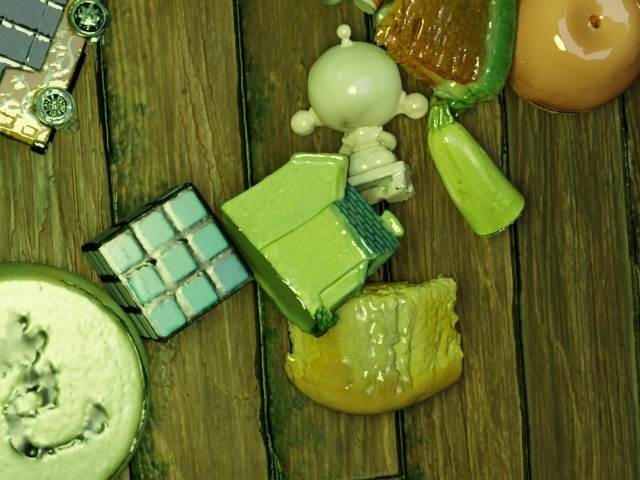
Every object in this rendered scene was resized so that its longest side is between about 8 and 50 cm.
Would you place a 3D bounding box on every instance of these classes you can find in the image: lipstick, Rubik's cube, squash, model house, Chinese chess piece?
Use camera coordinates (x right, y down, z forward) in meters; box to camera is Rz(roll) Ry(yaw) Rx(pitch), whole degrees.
[{"bbox_3d":[0.098,-0.397,1.999,0.038,0.038,0.131,34,81,-13],"label":"lipstick"},{"bbox_3d":[-0.211,0.030,1.854,0.162,0.163,0.160,-35,99,-16],"label":"Rubik's cube"},{"bbox_3d":[0.212,-0.117,1.975,0.094,0.094,0.224,-40,115,-12],"label":"squash"},{"bbox_3d":[0.000,0.000,1.824,0.189,0.195,0.214,-40,76,-9],"label":"model house"},{"bbox_3d":[-0.400,0.203,1.810,0.349,0.146,0.349,0,89,-15],"label":"Chinese chess piece"}]

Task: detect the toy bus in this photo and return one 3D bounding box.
[{"bbox_3d":[-0.384,-0.269,1.820,0.167,0.138,0.275,22,87,-12],"label":"toy bus"}]

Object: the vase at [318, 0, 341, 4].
[{"bbox_3d":[0.037,-0.496,1.898,0.245,0.245,0.291,41,88,-11],"label":"vase"}]

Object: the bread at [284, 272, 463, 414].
[{"bbox_3d":[0.076,0.156,1.935,0.262,0.162,0.204,-5,103,-1],"label":"bread"}]

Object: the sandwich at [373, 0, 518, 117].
[{"bbox_3d":[0.182,-0.328,1.894,0.212,0.109,0.292,11,95,-35],"label":"sandwich"}]

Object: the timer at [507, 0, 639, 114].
[{"bbox_3d":[0.367,-0.300,1.985,0.229,0.215,0.230,1,86,-10],"label":"timer"}]

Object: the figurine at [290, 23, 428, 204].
[{"bbox_3d":[0.048,-0.175,1.943,0.144,0.182,0.257,-9,85,-57],"label":"figurine"}]
